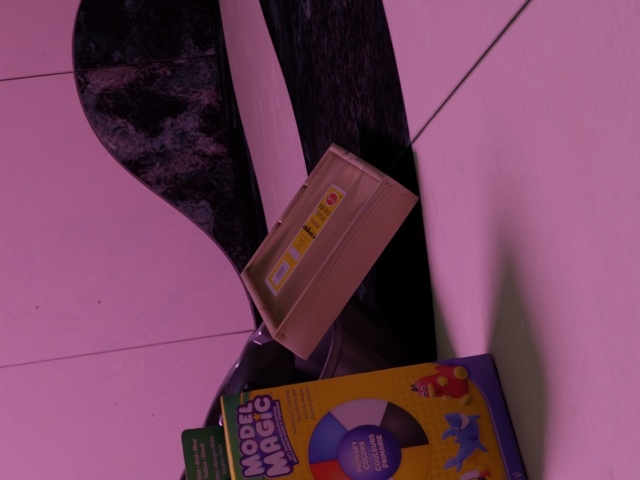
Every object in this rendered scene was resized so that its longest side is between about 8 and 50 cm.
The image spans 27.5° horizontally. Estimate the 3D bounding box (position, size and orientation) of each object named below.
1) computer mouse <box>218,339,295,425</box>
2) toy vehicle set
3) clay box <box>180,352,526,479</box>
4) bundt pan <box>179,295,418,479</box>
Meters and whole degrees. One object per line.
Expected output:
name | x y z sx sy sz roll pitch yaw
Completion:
computer mouse | -0.095 0.189 1.165 0.242 0.041 0.071 -60 15 9
toy vehicle set | 0.000 0.000 1.201 0.166 0.035 0.267 -55 13 3
clay box | 0.021 0.158 0.886 0.053 0.222 0.127 95 165 -58
bundt pan | -0.019 0.200 1.209 0.331 0.124 0.331 -54 17 25
